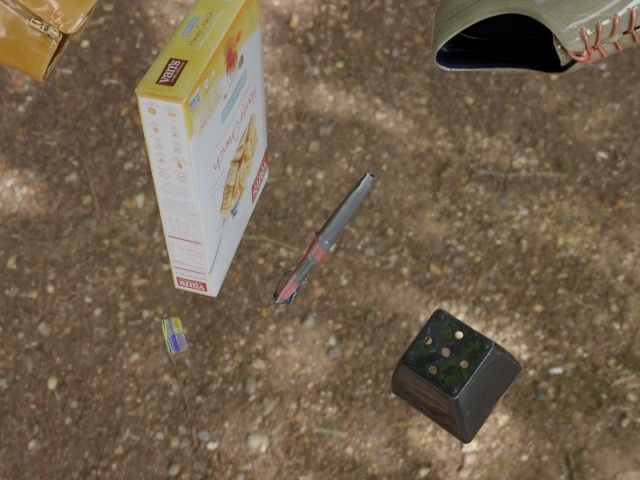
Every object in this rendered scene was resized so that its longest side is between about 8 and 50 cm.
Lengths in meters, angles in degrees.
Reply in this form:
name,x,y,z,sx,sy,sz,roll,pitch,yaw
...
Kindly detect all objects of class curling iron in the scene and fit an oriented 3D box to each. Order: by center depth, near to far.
name,x,y,z,sx,sy,sz,roll,pitch,yaw
curling iron,0.000,0.000,1.307,0.035,0.274,0.068,28,31,-10

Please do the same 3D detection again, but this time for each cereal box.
name,x,y,z,sx,sy,sz,roll,pitch,yaw
cereal box,-0.094,-0.089,0.770,0.047,0.240,0.173,12,51,10

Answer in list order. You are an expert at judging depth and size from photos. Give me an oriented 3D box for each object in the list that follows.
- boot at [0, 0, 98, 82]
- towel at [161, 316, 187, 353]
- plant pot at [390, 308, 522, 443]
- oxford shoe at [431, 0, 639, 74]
name,x,y,z,sx,sy,sz,roll,pitch,yaw
boot,-0.395,-0.381,1.162,0.211,0.295,0.104,24,5,-12
towel,-0.240,0.155,1.416,0.009,0.083,0.060,-16,85,7
plant pot,0.243,0.232,1.594,0.187,0.167,0.188,33,76,26
oxford shoe,0.267,-0.200,0.778,0.348,0.123,0.130,0,54,32
